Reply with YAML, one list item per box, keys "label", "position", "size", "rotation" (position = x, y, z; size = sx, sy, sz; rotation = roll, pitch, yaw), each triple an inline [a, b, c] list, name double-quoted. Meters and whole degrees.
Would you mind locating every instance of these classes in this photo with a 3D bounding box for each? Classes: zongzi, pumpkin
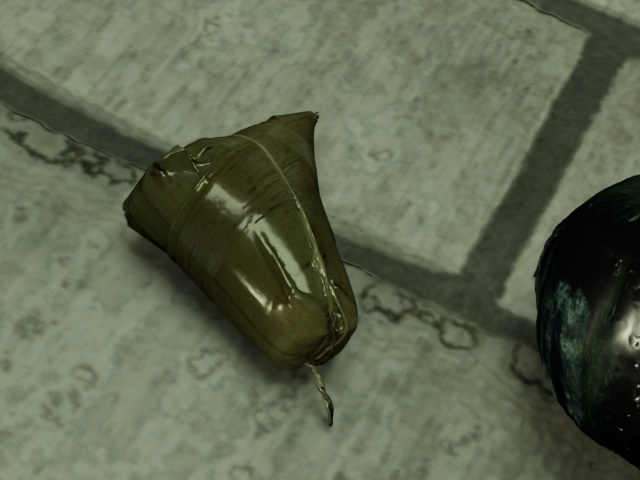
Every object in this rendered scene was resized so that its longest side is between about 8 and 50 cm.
- label: "zongzi"
  position: [0.000, 0.000, 1.047]
  size: [0.189, 0.081, 0.178]
  rotation: [45, 41, 17]
- label: "pumpkin"
  position: [0.235, 0.047, 0.980]
  size: [0.233, 0.163, 0.233]
  rotation: [8, 19, -3]
